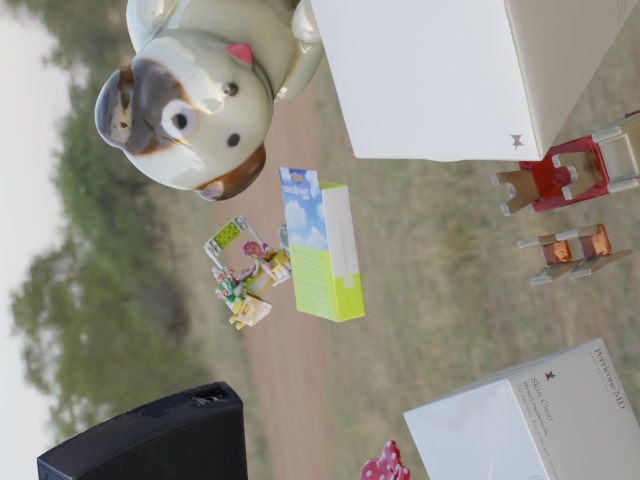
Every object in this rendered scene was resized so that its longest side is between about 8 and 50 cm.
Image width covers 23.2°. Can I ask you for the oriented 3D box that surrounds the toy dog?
[{"bbox_3d":[-0.160,-0.251,2.018,0.284,0.395,0.408,40,-144,-30],"label":"toy dog"}]

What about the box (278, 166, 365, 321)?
[{"bbox_3d":[0.000,0.000,1.834,0.109,0.042,0.178,10,110,62],"label":"box"}]

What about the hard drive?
[{"bbox_3d":[-0.174,0.258,1.619,0.054,0.254,0.172,13,112,42],"label":"hard drive"}]

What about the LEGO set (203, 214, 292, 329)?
[{"bbox_3d":[-0.104,0.034,2.134,0.107,0.132,0.287,52,-150,-8],"label":"LEGO set"}]

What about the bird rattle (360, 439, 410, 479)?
[{"bbox_3d":[0.022,0.368,1.961,0.143,0.206,0.254,58,-153,-31],"label":"bird rattle"}]

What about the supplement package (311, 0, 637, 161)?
[{"bbox_3d":[0.143,-0.217,1.345,0.293,0.177,0.175,-54,-43,-45],"label":"supplement package"}]

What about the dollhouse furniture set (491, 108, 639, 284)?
[{"bbox_3d":[0.357,-0.097,2.055,0.259,0.135,0.262,-15,93,53],"label":"dollhouse furniture set"}]

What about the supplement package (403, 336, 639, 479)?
[{"bbox_3d":[0.244,0.265,1.682,0.204,0.145,0.262,-29,83,56],"label":"supplement package"}]
